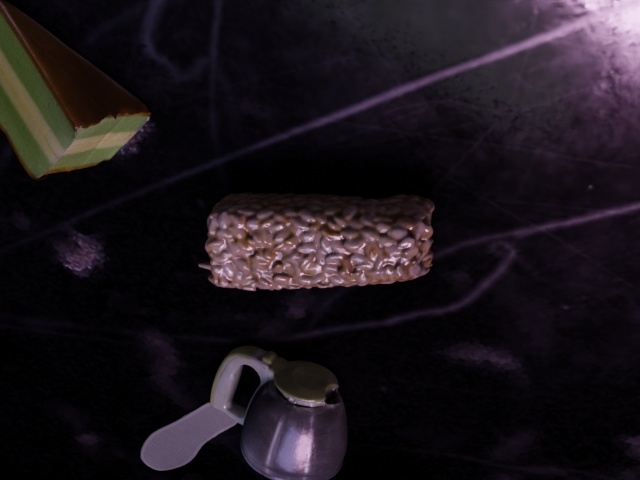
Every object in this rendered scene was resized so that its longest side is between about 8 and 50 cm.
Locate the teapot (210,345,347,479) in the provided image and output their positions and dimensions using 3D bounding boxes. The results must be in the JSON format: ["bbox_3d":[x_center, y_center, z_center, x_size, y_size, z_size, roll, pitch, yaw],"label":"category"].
[{"bbox_3d":[-0.034,0.145,0.895,0.124,0.092,0.091,10,118,-4],"label":"teapot"}]

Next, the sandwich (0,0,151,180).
[{"bbox_3d":[-0.191,-0.113,0.743,0.074,0.074,0.116,-36,84,38],"label":"sandwich"}]

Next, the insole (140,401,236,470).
[{"bbox_3d":[-0.130,0.192,1.019,0.053,0.002,0.153,38,130,-21],"label":"insole"}]

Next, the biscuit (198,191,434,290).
[{"bbox_3d":[0.000,0.000,0.756,0.168,0.082,0.070,0,107,14],"label":"biscuit"}]

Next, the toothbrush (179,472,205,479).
[{"bbox_3d":[-0.052,0.370,1.144,0.041,0.041,0.364,-16,127,26],"label":"toothbrush"}]
